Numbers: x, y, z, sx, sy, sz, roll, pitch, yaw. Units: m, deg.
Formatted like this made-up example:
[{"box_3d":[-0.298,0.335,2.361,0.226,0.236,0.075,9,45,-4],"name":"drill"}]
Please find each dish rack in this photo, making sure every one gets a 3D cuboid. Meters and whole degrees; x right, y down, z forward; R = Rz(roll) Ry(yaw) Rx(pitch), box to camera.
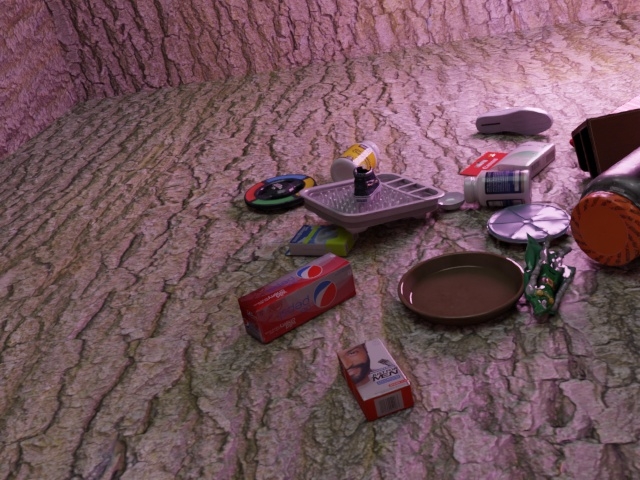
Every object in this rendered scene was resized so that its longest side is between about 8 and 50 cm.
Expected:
[{"box_3d":[0.136,-0.101,2.043,0.333,0.072,0.285,-13,24,-28],"name":"dish rack"}]

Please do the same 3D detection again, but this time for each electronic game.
[{"box_3d":[-0.124,-0.152,2.332,0.229,0.048,0.229,-9,27,5],"name":"electronic game"}]

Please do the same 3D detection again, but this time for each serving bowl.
[{"box_3d":[0.355,-0.104,2.057,0.083,0.027,0.083,-9,27,5],"name":"serving bowl"}]

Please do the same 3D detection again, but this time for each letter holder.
[{"box_3d":[0.856,-0.235,2.003,0.302,0.214,0.152,-12,-6,2],"name":"letter holder"}]

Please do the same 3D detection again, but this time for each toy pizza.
[{"box_3d":[0.511,-0.035,1.851,0.201,0.032,0.201,-9,27,4],"name":"toy pizza"}]

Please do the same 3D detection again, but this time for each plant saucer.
[{"box_3d":[0.308,0.106,1.648,0.278,0.041,0.278,-9,27,5],"name":"plant saucer"}]

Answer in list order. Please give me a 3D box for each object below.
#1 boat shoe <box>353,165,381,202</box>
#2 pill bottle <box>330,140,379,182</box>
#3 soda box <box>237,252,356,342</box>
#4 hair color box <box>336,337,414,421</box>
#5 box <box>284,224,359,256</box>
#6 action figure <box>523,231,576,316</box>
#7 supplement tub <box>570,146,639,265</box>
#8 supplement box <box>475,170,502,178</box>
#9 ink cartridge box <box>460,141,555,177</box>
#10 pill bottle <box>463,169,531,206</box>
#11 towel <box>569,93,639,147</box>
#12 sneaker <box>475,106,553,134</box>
[{"box_3d":[0.125,-0.165,1.999,0.065,0.083,0.183,2,21,11],"name":"boat shoe"},{"box_3d":[0.113,-0.241,2.347,0.103,0.103,0.184,5,31,30],"name":"pill bottle"},{"box_3d":[-0.049,0.126,1.699,0.263,0.092,0.083,-27,31,-28],"name":"soda box"},{"box_3d":[0.100,0.258,1.419,0.093,0.053,0.167,-18,26,-10],"name":"hair color box"},{"box_3d":[0.000,0.000,1.986,0.178,0.042,0.109,1,29,23],"name":"box"},{"box_3d":[0.474,0.080,1.577,0.137,0.063,0.232,32,44,0],"name":"action figure"},{"box_3d":[0.717,-0.088,1.673,0.338,0.207,0.207,-31,32,-32],"name":"supplement tub"},{"box_3d":[0.466,-0.160,2.112,0.062,0.036,0.098,5,31,32],"name":"supplement box"},{"box_3d":[0.549,-0.241,2.222,0.225,0.056,0.181,14,36,38],"name":"ink cartridge box"},{"box_3d":[0.469,-0.137,2.000,0.169,0.094,0.094,-1,28,20],"name":"pill bottle"},{"box_3d":[0.885,-0.329,2.191,0.275,0.031,0.199,-33,28,-3],"name":"towel"},{"box_3d":[0.635,-0.401,2.453,0.258,0.094,0.091,7,37,35],"name":"sneaker"}]
